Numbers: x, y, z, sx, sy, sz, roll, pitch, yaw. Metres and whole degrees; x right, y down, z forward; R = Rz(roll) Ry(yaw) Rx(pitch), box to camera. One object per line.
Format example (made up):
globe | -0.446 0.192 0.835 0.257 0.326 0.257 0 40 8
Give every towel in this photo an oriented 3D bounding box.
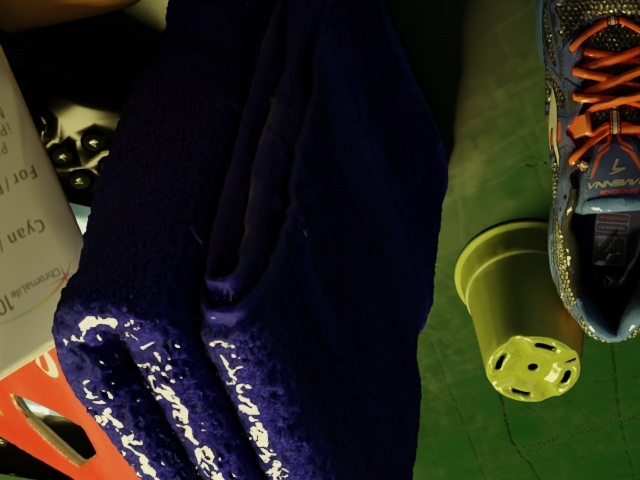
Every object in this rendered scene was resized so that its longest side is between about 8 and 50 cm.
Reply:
towel | 0.000 0.000 0.580 0.076 0.308 0.227 -15 127 21

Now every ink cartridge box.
ink cartridge box | -0.177 0.021 0.598 0.296 0.066 0.261 8 125 56

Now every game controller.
game controller | -0.157 0.033 0.782 0.166 0.067 0.319 19 130 -11

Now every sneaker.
sneaker | 0.147 -0.048 0.655 0.083 0.087 0.221 -5 113 11

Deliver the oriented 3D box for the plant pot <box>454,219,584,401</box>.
plant pot | 0.118 0.045 0.760 0.083 0.079 0.083 2 130 2

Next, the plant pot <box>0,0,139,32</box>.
plant pot | -0.050 -0.196 0.508 0.188 0.205 0.205 -12 130 -6
